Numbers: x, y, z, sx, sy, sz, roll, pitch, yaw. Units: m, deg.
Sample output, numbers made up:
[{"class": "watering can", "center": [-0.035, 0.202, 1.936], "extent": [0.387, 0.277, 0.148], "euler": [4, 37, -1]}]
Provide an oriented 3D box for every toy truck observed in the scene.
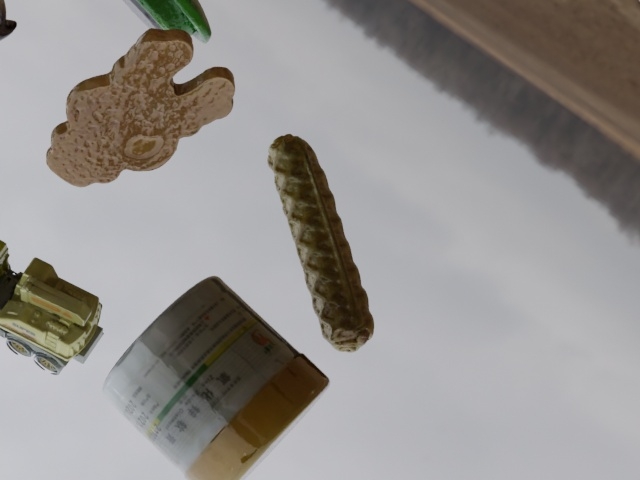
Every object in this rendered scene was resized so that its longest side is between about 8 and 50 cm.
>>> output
[{"class": "toy truck", "center": [-0.462, 0.082, 1.882], "extent": [0.272, 0.124, 0.157], "euler": [29, 147, 3]}]

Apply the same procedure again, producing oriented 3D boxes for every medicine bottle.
[{"class": "medicine bottle", "center": [-0.146, 0.207, 1.717], "extent": [0.232, 0.238, 0.238], "euler": [42, -169, 6]}]

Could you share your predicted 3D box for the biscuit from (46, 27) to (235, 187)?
[{"class": "biscuit", "center": [-0.208, -0.139, 1.377], "extent": [0.144, 0.236, 0.040], "euler": [41, -151, -33]}]

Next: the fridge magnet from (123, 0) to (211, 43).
[{"class": "fridge magnet", "center": [-0.251, -0.381, 1.913], "extent": [0.208, 0.088, 0.208], "euler": [44, 176, 4]}]

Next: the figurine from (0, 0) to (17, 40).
[{"class": "figurine", "center": [-0.544, -0.228, 1.681], "extent": [0.218, 0.364, 0.206], "euler": [1, 179, 6]}]

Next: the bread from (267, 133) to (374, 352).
[{"class": "bread", "center": [-0.001, 0.000, 1.908], "extent": [0.084, 0.077, 0.367], "euler": [11, -125, -55]}]
